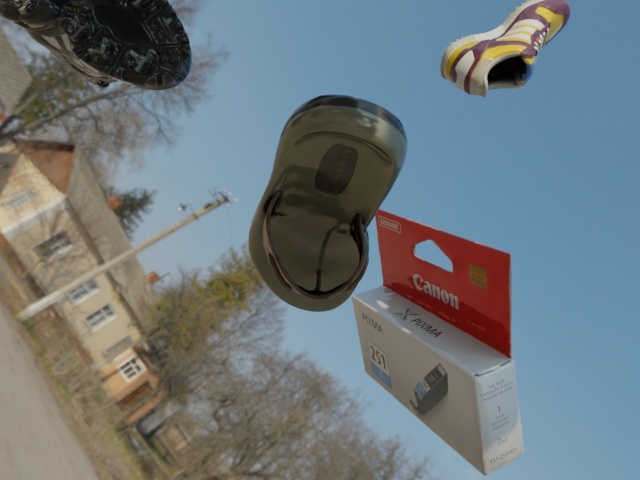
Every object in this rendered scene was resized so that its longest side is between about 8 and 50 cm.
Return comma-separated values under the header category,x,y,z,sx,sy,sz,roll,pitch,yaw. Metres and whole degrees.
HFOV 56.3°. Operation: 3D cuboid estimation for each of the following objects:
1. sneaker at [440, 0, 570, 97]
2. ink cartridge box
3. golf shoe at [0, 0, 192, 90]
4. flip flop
category,x,y,z,sx,sy,sz,roll,pitch,yaw
sneaker,0.237,-0.222,0.706,0.084,0.185,0.069,51,-13,38
ink cartridge box,0.135,0.112,0.788,0.296,0.066,0.261,27,-49,62
golf shoe,-0.165,-0.161,0.477,0.198,0.077,0.094,32,-9,24
flip flop,0.000,0.000,0.477,0.277,0.112,0.080,112,-16,-60
